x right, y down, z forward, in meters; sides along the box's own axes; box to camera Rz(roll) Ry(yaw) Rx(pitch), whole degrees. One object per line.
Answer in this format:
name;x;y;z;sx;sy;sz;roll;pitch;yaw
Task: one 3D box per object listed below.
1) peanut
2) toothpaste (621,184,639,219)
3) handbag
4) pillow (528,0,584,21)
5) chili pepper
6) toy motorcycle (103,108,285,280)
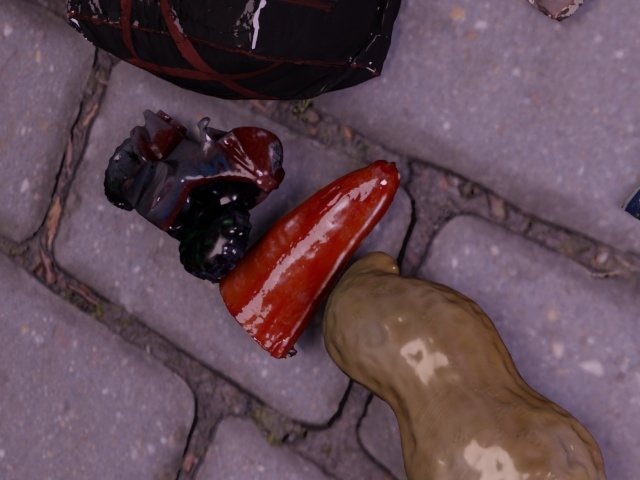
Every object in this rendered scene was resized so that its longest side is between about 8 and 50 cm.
peanut;0.088;0.106;1.021;0.117;0.101;0.263;-40;60;6
toothpaste;0.226;-0.044;0.980;0.027;0.019;0.083;42;115;16
handbag;-0.067;-0.183;1.136;0.215;0.169;0.155;14;94;38
pillow;0.126;-0.270;1.069;0.248;0.049;0.135;52;120;34
chili pepper;0.001;0.002;1.132;0.169;0.065;0.088;-49;59;20
toy motorcycle;-0.102;-0.053;1.198;0.122;0.082;0.213;-52;39;-2
